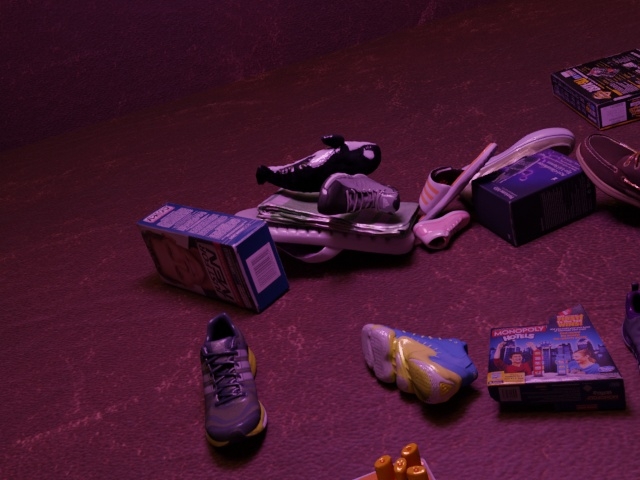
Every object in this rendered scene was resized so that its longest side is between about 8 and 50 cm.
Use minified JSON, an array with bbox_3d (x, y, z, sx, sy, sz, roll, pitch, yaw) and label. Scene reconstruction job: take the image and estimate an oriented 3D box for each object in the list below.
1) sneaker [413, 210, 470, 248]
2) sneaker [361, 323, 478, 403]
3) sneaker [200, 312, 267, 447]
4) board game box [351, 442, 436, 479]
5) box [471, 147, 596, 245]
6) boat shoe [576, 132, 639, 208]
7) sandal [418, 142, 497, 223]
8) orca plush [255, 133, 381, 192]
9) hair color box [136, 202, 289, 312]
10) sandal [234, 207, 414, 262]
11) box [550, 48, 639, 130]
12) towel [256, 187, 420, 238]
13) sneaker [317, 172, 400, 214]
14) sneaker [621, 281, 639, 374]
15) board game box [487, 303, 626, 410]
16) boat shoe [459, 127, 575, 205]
[{"bbox_3d":[0.272,-0.018,1.661,0.134,0.051,0.070,-15,42,-16],"label":"sneaker"},{"bbox_3d":[0.169,0.198,1.294,0.126,0.091,0.240,-8,21,-26],"label":"sneaker"},{"bbox_3d":[-0.166,0.238,1.336,0.111,0.121,0.300,-19,27,-4],"label":"sneaker"},{"bbox_3d":[0.008,0.443,0.937,0.389,0.050,0.390,-19,27,-6],"label":"board game box"},{"bbox_3d":[0.449,-0.095,1.636,0.207,0.108,0.153,-23,28,-13],"label":"box"},{"bbox_3d":[0.631,-0.124,1.465,0.123,0.123,0.342,-19,47,-19],"label":"boat shoe"},{"bbox_3d":[0.284,-0.139,1.693,0.102,0.076,0.265,-37,-11,-48],"label":"sandal"},{"bbox_3d":[0.006,-0.148,1.705,0.287,0.151,0.102,-1,42,-20],"label":"orca plush"},{"bbox_3d":[-0.242,0.031,1.708,0.347,0.174,0.105,12,39,43],"label":"hair color box"},{"bbox_3d":[-0.005,0.005,1.703,0.416,0.102,0.169,7,19,14],"label":"sandal"},{"bbox_3d":[0.798,-0.410,2.070,0.257,0.079,0.322,-17,27,2],"label":"box"},{"bbox_3d":[0.046,-0.071,1.712,0.324,0.038,0.248,8,19,12],"label":"towel"},{"bbox_3d":[0.095,-0.090,1.600,0.132,0.086,0.228,17,20,24],"label":"sneaker"},{"bbox_3d":[0.505,0.153,1.152,0.083,0.098,0.224,-16,27,1],"label":"sneaker"},{"bbox_3d":[0.367,0.182,1.218,0.194,0.060,0.194,-6,28,19],"label":"board game box"},{"bbox_3d":[0.457,-0.159,1.784,0.302,0.109,0.094,-25,43,2],"label":"boat shoe"}]
